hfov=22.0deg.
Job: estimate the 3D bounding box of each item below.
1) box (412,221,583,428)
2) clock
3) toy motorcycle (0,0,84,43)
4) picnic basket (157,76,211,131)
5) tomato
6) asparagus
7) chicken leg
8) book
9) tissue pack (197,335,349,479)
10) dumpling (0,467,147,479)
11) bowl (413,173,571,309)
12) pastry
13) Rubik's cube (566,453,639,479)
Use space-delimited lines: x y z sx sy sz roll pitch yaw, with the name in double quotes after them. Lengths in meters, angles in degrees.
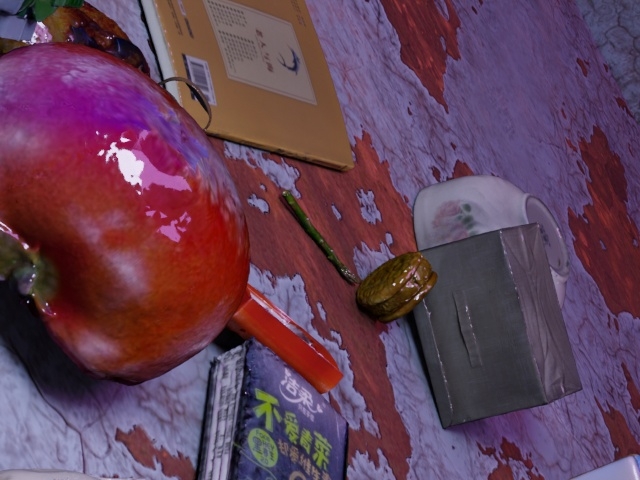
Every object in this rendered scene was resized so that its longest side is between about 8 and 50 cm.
0.220 0.108 2.129 0.155 0.149 0.231 -5 80 -63 "box"
-0.060 0.096 1.733 0.155 0.061 0.113 44 1 -29 "clock"
-0.332 -0.266 1.407 0.275 0.124 0.187 30 19 22 "toy motorcycle"
-0.158 -0.136 1.753 0.072 0.083 0.072 45 31 -37 "picnic basket"
-0.172 -0.055 1.448 0.335 0.176 0.289 52 25 -20 "tomato"
0.000 0.000 2.004 0.163 0.016 0.016 53 38 -27 "asparagus"
-0.276 -0.214 1.626 0.322 0.083 0.177 10 49 -61 "chicken leg"
-0.094 -0.231 2.024 0.389 0.032 0.269 13 57 -58 "book"
-0.046 0.235 1.636 0.173 0.073 0.235 45 31 -32 "tissue pack"
-0.212 0.242 1.284 0.199 0.118 0.136 -7 87 -35 "dumpling"
0.262 0.022 2.339 0.277 0.145 0.277 46 30 -37 "bowl"
0.096 0.058 2.040 0.057 0.097 0.109 52 39 -14 "pastry"
0.339 0.449 1.912 0.292 0.291 0.290 26 45 -51 "Rubik's cube"
